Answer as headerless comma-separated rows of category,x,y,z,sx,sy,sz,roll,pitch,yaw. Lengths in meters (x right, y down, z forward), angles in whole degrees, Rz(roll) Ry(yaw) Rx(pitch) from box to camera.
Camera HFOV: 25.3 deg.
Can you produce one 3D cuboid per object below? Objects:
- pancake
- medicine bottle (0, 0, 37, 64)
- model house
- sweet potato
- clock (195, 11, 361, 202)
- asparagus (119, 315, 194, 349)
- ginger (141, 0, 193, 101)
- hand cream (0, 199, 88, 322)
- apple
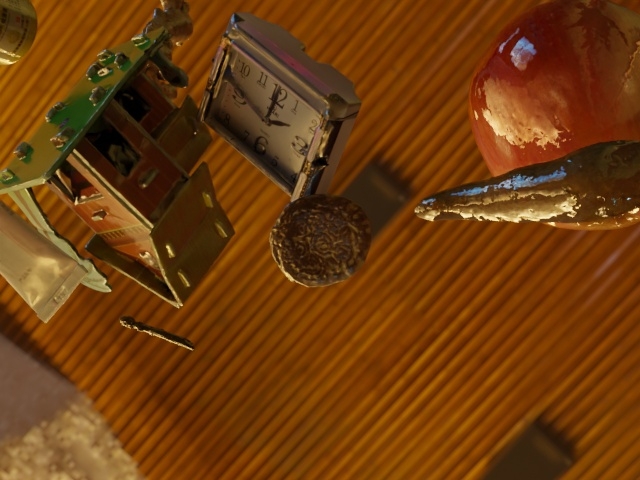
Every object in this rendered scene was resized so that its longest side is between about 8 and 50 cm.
pancake,0.000,0.001,1.482,0.115,0.115,0.011,33,-166,-25
medicine bottle,-0.553,-0.355,2.228,0.122,0.122,0.212,49,-163,27
model house,-0.286,-0.081,2.116,0.323,0.300,0.340,46,151,-22
sweet potato,0.184,-0.040,1.085,0.069,0.250,0.059,12,-108,-69
clock,-0.058,-0.181,1.980,0.083,0.186,0.253,-18,-130,-45
asparagus,-0.194,0.111,1.707,0.016,0.013,0.166,12,171,30
ginger,-0.244,-0.307,2.239,0.176,0.053,0.193,-26,-68,-73
hand cream,-0.268,-0.031,1.073,0.216,0.052,0.038,43,-125,0
apple,0.280,-0.126,1.537,0.242,0.242,0.241,17,-129,-55
